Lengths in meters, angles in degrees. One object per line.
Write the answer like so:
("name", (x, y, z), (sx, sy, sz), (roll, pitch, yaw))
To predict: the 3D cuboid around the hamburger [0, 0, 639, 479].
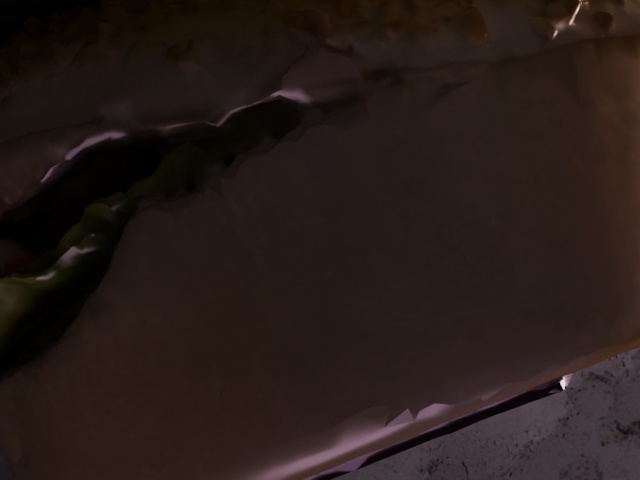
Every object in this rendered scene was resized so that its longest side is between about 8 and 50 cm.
("hamburger", (0.001, -0.009, 0.609), (0.302, 0.170, 0.302), (-20, 175, -2))
